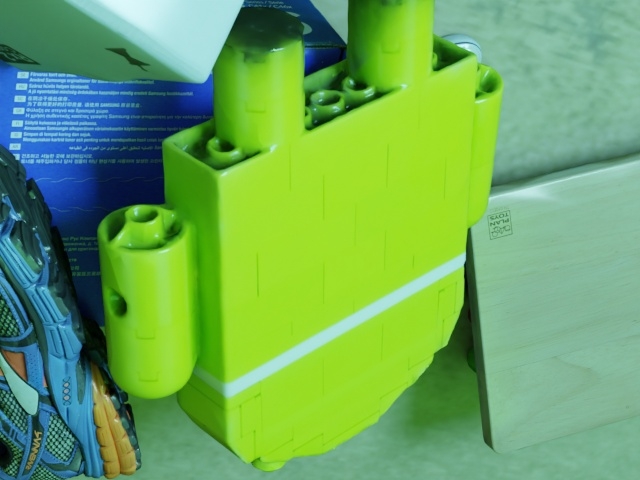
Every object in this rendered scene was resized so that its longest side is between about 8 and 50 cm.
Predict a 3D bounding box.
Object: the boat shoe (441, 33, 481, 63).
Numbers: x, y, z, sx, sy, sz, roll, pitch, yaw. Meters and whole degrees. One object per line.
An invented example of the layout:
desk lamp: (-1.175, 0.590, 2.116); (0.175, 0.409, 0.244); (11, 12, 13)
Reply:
boat shoe: (0.050, -0.073, 0.932); (0.100, 0.035, 0.035); (-34, 128, 1)

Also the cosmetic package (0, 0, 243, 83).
cosmetic package: (-0.103, -0.177, 0.684); (0.151, 0.151, 0.183); (32, 77, -36)

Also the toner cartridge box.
toner cartridge box: (-0.171, -0.041, 0.833); (0.348, 0.075, 0.165); (-1, 121, -23)

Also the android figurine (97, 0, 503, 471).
android figurine: (0.000, 0.000, 0.844); (0.248, 0.056, 0.272); (-29, 136, -33)

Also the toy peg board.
toy peg board: (0.155, 0.024, 1.031); (0.161, 0.079, 0.160); (-14, 110, -16)

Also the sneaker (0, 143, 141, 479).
sneaker: (-0.153, 0.044, 0.801); (0.087, 0.083, 0.221); (-20, 127, -3)
